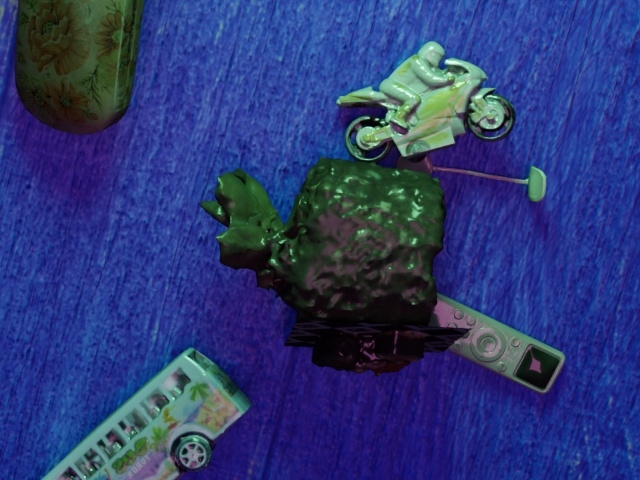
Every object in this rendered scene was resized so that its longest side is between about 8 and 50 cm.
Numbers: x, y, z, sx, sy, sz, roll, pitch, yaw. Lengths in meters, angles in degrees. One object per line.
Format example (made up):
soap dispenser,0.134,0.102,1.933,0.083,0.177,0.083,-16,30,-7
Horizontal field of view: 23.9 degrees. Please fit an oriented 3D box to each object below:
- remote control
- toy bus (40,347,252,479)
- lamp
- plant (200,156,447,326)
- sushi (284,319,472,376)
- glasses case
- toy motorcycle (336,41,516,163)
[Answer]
remote control,0.212,0.133,2.065,0.261,0.029,0.067,26,99,-9
toy bus,-0.248,0.294,2.032,0.330,0.109,0.136,-42,91,5
lamp,0.199,-0.086,2.012,0.198,0.056,0.050,6,103,-2
plant,0.000,0.000,1.931,0.312,0.215,0.213,3,98,-3
sushi,0.068,0.148,1.956,0.220,0.231,0.047,3,78,-5
glasses case,-0.290,-0.336,1.858,0.156,0.098,0.425,18,116,17
toy motorcycle,0.135,-0.181,1.972,0.229,0.074,0.151,-9,88,10
